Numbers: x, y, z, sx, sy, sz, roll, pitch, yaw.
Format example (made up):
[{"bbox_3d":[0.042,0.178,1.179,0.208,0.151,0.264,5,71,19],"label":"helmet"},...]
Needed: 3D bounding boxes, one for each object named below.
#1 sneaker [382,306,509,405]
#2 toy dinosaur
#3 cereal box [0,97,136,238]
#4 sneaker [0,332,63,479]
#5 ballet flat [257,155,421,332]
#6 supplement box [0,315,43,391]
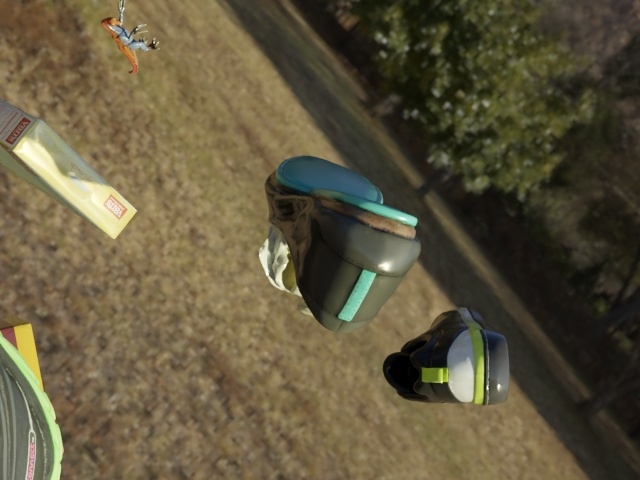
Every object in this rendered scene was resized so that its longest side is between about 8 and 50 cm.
[{"bbox_3d":[0.103,0.104,1.013,0.234,0.097,0.084,134,-45,-85],"label":"sneaker"},{"bbox_3d":[-0.235,-0.242,1.334,0.047,0.090,0.082,31,18,36],"label":"toy dinosaur"},{"bbox_3d":[-0.323,-0.101,1.194,0.240,0.047,0.173,28,-14,39],"label":"cereal box"},{"bbox_3d":[-0.379,0.059,0.883,0.482,0.185,0.202,54,8,-12],"label":"sneaker"},{"bbox_3d":[0.000,0.000,0.772,0.095,0.096,0.280,18,7,-7],"label":"ballet flat"},{"bbox_3d":[-0.430,0.205,1.299,0.129,0.194,0.191,180,-100,-67],"label":"supplement box"}]
